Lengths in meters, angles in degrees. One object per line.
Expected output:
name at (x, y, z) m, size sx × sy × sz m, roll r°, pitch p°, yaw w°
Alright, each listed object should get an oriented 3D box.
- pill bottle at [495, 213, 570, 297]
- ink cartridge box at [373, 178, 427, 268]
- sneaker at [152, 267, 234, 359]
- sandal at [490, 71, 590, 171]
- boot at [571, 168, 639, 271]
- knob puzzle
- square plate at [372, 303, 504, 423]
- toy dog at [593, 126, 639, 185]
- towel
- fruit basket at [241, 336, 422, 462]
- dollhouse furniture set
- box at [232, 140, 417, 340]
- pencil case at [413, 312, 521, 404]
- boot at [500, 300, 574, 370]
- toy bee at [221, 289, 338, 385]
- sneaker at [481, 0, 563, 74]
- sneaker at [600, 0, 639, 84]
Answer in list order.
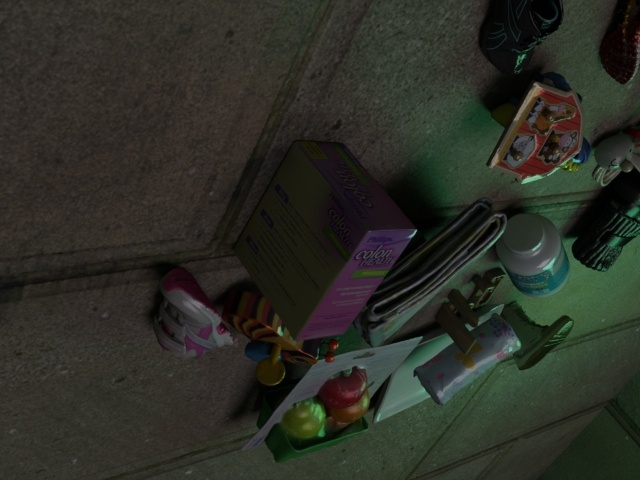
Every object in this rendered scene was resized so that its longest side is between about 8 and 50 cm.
pill bottle at (0.489, 0.029, 2.073) m, size 0.146 × 0.146 × 0.264 m, roll -40°, pitch 149°, yaw 4°
ink cartridge box at (0.085, -0.009, 1.647) m, size 0.160 × 0.092 × 0.219 m, roll -39°, pitch 150°, yaw 5°
sneaker at (-0.229, 0.140, 1.513) m, size 0.111 × 0.103 × 0.252 m, roll -34°, pitch 149°, yaw -10°
sandal at (0.456, -0.227, 1.719) m, size 0.138 × 0.126 × 0.317 m, roll -52°, pitch 149°, yaw 15°
boot at (0.822, -0.054, 2.316) m, size 0.348 × 0.131 × 0.260 m, roll -2°, pitch 129°, yaw -30°
knob puzzle at (0.411, -0.183, 1.614) m, size 0.213 × 0.030 × 0.213 m, roll -16°, pitch 127°, yaw -21°
square plate at (0.298, 0.315, 2.360) m, size 0.347 × 0.049 × 0.344 m, roll -21°, pitch 145°, yaw -26°
toy dog at (0.796, -0.215, 2.045) m, size 0.333 × 0.161 × 0.220 m, roll -36°, pitch 150°, yaw -3°
towel at (0.200, 0.072, 1.719) m, size 0.320 × 0.090 × 0.374 m, roll -37°, pitch 171°, yaw -5°
fruit basket at (0.020, 0.329, 1.966) m, size 0.327 × 0.165 × 0.353 m, roll -7°, pitch 138°, yaw -41°
dollhouse furniture set at (0.397, 0.171, 2.190) m, size 0.151 × 0.123 × 0.144 m, roll -12°, pitch 142°, yaw -37°
box at (0.000, 0.000, 1.451) m, size 0.117 × 0.213 × 0.243 m, roll -3°, pitch 135°, yaw -44°
pencil case at (0.370, 0.299, 2.253) m, size 0.273 × 0.113 × 0.124 m, roll -35°, pitch 159°, yaw -5°
boot at (0.565, 0.226, 2.401) m, size 0.077 × 0.165 × 0.213 m, roll 0°, pitch 140°, yaw -39°
toy bee at (-0.054, 0.175, 1.688) m, size 0.298 × 0.162 × 0.195 m, roll 21°, pitch 73°, yaw -65°
sneaker at (0.323, -0.346, 1.428) m, size 0.101 × 0.106 × 0.267 m, roll -33°, pitch 151°, yaw -10°
sneaker at (0.599, -0.387, 1.678) m, size 0.092 × 0.088 × 0.225 m, roll -25°, pitch 148°, yaw -24°
